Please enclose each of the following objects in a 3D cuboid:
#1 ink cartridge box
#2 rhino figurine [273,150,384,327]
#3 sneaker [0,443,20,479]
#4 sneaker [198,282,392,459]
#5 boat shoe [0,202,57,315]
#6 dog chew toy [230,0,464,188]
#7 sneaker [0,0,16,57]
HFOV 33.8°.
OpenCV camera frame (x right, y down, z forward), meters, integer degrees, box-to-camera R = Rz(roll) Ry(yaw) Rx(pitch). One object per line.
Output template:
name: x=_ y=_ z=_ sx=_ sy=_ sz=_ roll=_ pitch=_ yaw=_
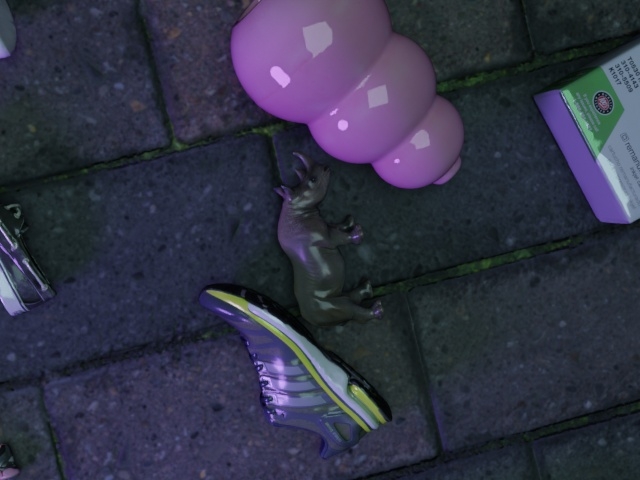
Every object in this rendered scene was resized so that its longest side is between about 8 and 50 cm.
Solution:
ink cartridge box: x=0.461 y=-0.177 z=1.402 sx=0.278 sy=0.117 sz=0.201 roll=-30 pitch=96 yaw=-5
rhino figurine: x=0.000 y=0.000 z=1.380 sx=0.106 sy=0.073 sz=0.243 roll=-16 pitch=93 yaw=-9
sneaker: x=-0.452 y=0.294 z=1.361 sx=0.119 sy=0.047 sz=0.057 roll=-12 pitch=78 yaw=-9
sneaker: x=-0.049 y=0.171 z=1.369 sx=0.300 sy=0.111 sz=0.121 roll=42 pitch=92 yaw=-5
boat shoe: x=-0.405 y=-0.015 z=1.333 sx=0.070 sy=0.078 sz=0.219 roll=-24 pitch=104 yaw=-4
dog chew toy: x=0.049 y=-0.194 z=1.320 sx=0.332 sy=0.206 sz=0.206 roll=41 pitch=88 yaw=-15
sneaker: x=-0.461 y=-0.311 z=1.316 sx=0.094 sy=0.080 sz=0.212 roll=-28 pitch=89 yaw=7
